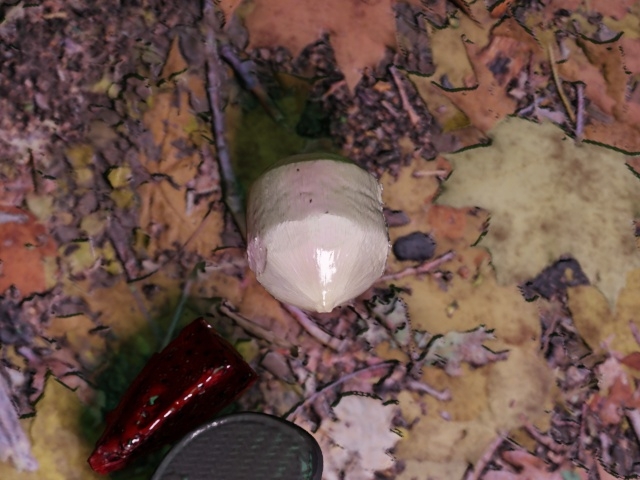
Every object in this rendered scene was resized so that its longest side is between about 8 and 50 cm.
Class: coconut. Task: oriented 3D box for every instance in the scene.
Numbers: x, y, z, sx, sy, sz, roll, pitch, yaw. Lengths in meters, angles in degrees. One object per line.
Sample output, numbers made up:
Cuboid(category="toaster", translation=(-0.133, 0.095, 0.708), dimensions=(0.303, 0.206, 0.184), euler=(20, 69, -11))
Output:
Cuboid(category="coconut", translation=(0.000, 0.000, 1.431), dimensions=(0.110, 0.110, 0.124), euler=(0, 60, -10))

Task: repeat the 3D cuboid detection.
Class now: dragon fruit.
Cuboid(category="dragon fruit", translation=(-0.118, 0.110, 1.385), dimensions=(0.131, 0.097, 0.063), euler=(-39, 74, -2))

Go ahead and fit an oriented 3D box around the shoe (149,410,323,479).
Cuboid(category="shoe", translation=(-0.080, 0.229, 1.335), dimensions=(0.108, 0.093, 0.241), euler=(27, 86, 20))
